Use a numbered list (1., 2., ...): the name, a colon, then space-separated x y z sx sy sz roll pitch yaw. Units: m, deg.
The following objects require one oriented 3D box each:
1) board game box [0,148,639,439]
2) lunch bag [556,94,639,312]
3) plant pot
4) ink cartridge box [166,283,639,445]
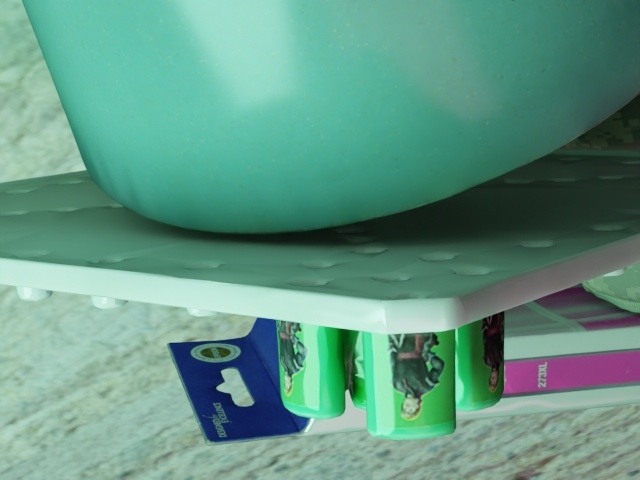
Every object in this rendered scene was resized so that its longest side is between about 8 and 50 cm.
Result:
1. board game box: 0.000 0.000 0.689 0.390 0.050 0.390 5 -168 38
2. lunch bag: 0.260 -0.080 0.872 0.287 0.169 0.235 -13 143 14
3. plant pot: -0.008 -0.185 0.578 0.293 0.293 0.235 -19 123 6
4. ink cartridge box: 0.090 0.064 1.003 0.371 0.176 0.069 -6 108 -13
